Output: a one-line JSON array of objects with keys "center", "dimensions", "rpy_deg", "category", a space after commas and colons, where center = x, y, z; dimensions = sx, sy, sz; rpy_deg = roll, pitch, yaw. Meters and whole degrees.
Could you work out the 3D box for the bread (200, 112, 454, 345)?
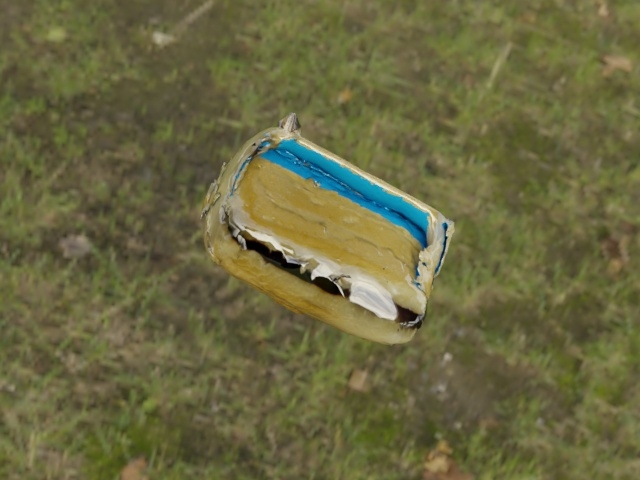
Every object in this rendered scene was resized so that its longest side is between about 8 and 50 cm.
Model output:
[{"center": [0.000, 0.000, 0.625], "dimensions": [0.106, 0.053, 0.072], "rpy_deg": [27, 60, -11], "category": "bread"}]
